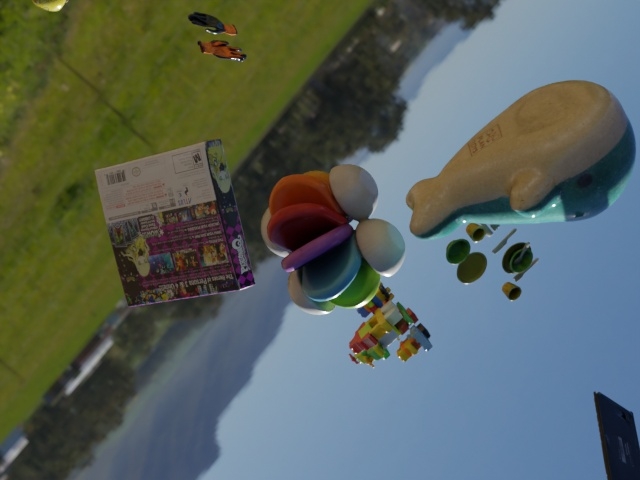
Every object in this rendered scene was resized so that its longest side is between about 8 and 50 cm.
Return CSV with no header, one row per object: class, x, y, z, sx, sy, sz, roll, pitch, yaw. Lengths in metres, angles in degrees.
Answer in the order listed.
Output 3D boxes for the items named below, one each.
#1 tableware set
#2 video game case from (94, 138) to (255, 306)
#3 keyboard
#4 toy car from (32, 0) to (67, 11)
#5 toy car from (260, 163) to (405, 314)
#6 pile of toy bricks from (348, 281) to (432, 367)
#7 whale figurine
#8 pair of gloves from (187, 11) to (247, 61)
tableware set,0.230,0.026,1.569,0.104,0.154,0.024,-45,-140,0
video game case,-0.210,-0.021,1.678,0.232,0.210,0.042,-11,-176,38
keyboard,0.414,0.295,1.605,0.023,0.108,0.180,-42,-152,33
toy car,-0.390,-0.513,1.946,0.225,0.239,0.053,-20,-164,-25
toy car,0.000,0.000,1.433,0.159,0.182,0.136,-31,168,26
pile of toy bricks,0.081,0.134,1.653,0.105,0.118,0.212,-43,-167,5
whale figurine,0.233,-0.068,1.358,0.272,0.141,0.216,-29,-156,13
pair of gloves,-0.132,-0.263,1.526,0.074,0.083,0.010,7,136,-38
